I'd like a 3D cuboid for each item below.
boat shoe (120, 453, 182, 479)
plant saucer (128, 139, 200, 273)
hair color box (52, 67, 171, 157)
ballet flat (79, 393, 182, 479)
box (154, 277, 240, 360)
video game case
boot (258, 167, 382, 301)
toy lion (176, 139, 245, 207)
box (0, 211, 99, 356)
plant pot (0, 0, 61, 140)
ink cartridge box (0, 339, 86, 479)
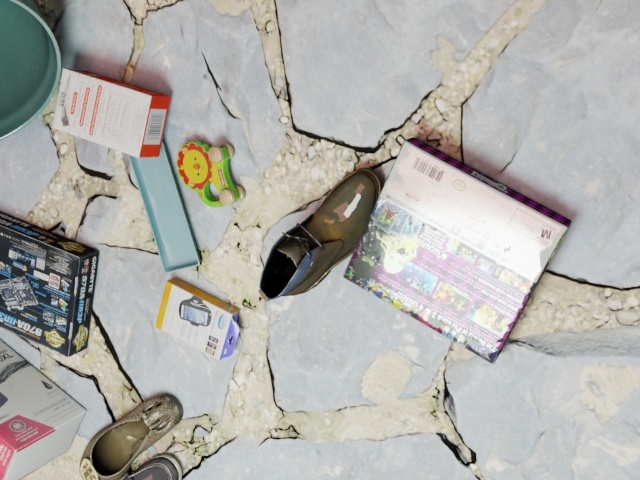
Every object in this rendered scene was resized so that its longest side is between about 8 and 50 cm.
[{"bbox_3d":[-0.301,0.415,1.611,0.206,0.065,0.075,-39,84,29],"label":"boat shoe"},{"bbox_3d":[-0.229,-0.050,1.487,0.067,0.018,0.192,-13,97,28],"label":"plant saucer"},{"bbox_3d":[-0.305,-0.186,1.461,0.167,0.053,0.093,20,104,24],"label":"hair color box"},{"bbox_3d":[-0.314,0.324,1.599,0.250,0.058,0.084,-38,84,29],"label":"ballet flat"},{"bbox_3d":[-0.178,0.120,1.499,0.136,0.028,0.081,25,112,17],"label":"box"},{"bbox_3d":[0.169,0.013,1.284,0.232,0.042,0.210,29,113,14],"label":"video game case"},{"bbox_3d":[0.000,0.000,1.333,0.082,0.106,0.219,41,117,12],"label":"boot"},{"bbox_3d":[-0.163,-0.095,1.437,0.096,0.034,0.100,-9,99,35],"label":"toy lion"},{"bbox_3d":[-0.466,0.067,1.615,0.220,0.051,0.175,19,110,21],"label":"box"},{"bbox_3d":[-0.544,-0.302,1.453,0.293,0.293,0.196,-47,51,28],"label":"plant pot"},{"bbox_3d":[-0.533,0.270,1.631,0.237,0.172,0.100,35,115,15],"label":"ink cartridge box"}]
